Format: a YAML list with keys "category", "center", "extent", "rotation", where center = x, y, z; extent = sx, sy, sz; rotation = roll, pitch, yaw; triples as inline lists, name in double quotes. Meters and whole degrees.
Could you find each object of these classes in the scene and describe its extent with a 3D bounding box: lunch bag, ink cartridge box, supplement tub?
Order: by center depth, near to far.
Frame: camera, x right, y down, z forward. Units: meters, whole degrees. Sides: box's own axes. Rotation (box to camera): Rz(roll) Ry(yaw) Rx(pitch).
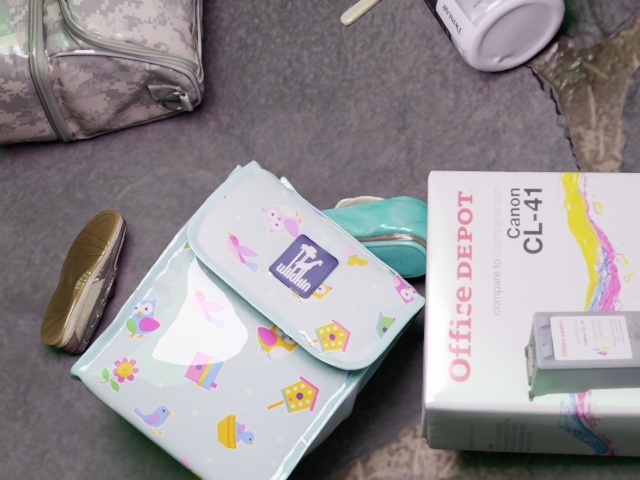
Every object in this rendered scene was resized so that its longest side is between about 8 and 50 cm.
- category: "ink cartridge box"
  center: [0.241, 0.063, 1.411]
  extent: [0.306, 0.131, 0.226]
  rotation: [1, 67, 4]
- category: "lunch bag"
  center: [-0.059, 0.087, 1.500]
  extent: [0.223, 0.160, 0.262]
  rotation: [38, 85, 8]
- category: "supplement tub"
  center: [0.152, -0.270, 1.641]
  extent: [0.117, 0.117, 0.190]
  rotation: [-32, 60, 3]
- category: "lunch bag"
  center: [-0.247, -0.268, 1.742]
  extent: [0.256, 0.212, 0.305]
  rotation: [-3, 65, 0]

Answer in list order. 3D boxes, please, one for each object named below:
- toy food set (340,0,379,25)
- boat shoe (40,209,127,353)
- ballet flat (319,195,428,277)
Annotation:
- category: "toy food set"
  center: [0.012, -0.327, 1.763]
  extent: [0.132, 0.038, 0.192]
  rotation: [-42, 59, -2]
- category: "boat shoe"
  center: [-0.234, 0.043, 1.674]
  extent: [0.056, 0.049, 0.152]
  rotation: [15, 76, 45]
- category: "ballet flat"
  center: [0.000, 0.000, 1.602]
  extent: [0.247, 0.083, 0.087]
  rotation: [-4, 41, 18]
